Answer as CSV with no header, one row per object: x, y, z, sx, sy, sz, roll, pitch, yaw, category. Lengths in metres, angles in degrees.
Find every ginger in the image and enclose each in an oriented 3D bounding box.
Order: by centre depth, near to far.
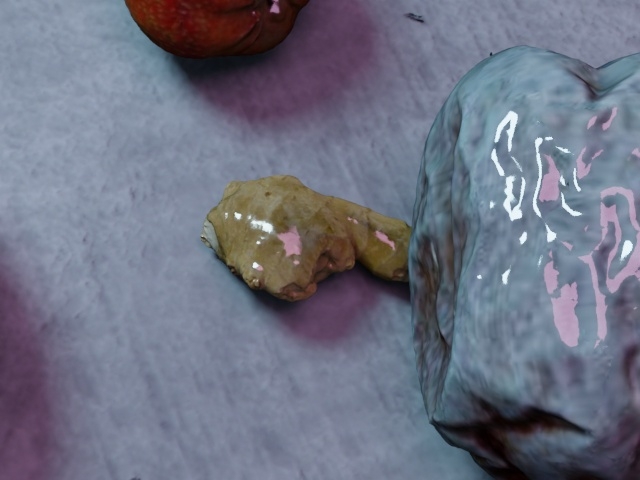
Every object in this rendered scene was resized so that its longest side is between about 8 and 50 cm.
-0.002,0.006,1.150,0.165,0.067,0.096,13,45,-5,ginger

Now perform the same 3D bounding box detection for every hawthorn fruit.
-0.097,-0.227,1.198,0.162,0.163,0.203,-37,61,-21,hawthorn fruit

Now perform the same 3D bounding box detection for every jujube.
0.175,0.027,1.079,0.215,0.246,0.308,5,83,-13,jujube
